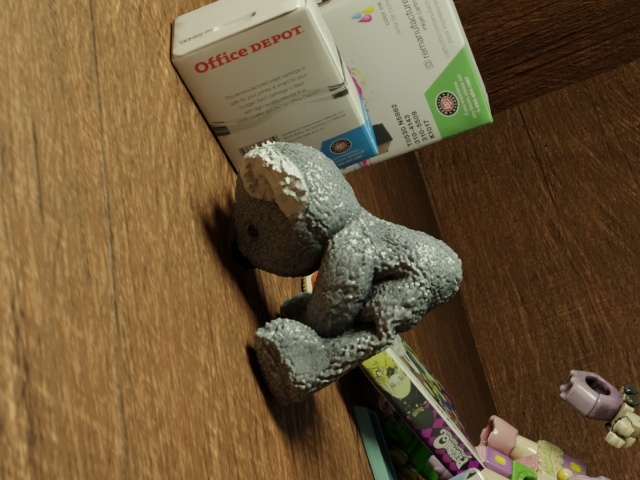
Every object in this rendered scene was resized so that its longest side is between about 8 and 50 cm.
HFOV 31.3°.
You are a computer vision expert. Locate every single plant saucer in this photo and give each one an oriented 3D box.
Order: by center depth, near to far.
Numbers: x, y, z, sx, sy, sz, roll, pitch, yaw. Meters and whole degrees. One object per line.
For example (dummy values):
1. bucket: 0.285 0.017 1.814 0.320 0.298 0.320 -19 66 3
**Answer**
1. plant saucer: 0.080 0.287 1.357 0.067 0.018 0.192 43 27 -70

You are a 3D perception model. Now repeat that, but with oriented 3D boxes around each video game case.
1. video game case: 0.106 0.172 1.421 0.210 0.042 0.232 51 5 -13

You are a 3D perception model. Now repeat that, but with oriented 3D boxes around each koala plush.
1. koala plush: 0.000 0.000 1.075 0.221 0.203 0.196 57 10 -1

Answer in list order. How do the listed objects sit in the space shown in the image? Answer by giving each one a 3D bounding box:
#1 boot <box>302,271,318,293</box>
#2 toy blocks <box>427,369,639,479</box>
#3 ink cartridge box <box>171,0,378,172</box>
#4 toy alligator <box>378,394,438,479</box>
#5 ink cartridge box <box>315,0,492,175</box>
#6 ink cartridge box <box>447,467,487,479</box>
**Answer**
1. boot: 0.023 0.064 1.310 0.158 0.084 0.059 -82 149 -73
2. toy blocks: 0.261 0.329 1.603 0.260 0.309 0.288 27 25 -1
3. ink cartridge box: -0.046 -0.159 1.192 0.086 0.148 0.203 -97 164 -49
4. toy alligator: 0.099 0.248 1.455 0.051 0.056 0.190 15 -34 44
5. ink cartridge box: 0.038 -0.197 1.357 0.117 0.278 0.201 -83 151 -63
6. ink cartridge box: 0.188 0.411 1.163 0.270 0.151 0.395 62 5 25
